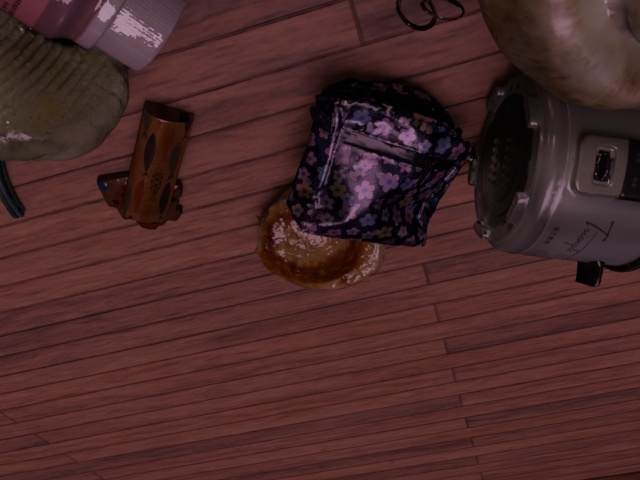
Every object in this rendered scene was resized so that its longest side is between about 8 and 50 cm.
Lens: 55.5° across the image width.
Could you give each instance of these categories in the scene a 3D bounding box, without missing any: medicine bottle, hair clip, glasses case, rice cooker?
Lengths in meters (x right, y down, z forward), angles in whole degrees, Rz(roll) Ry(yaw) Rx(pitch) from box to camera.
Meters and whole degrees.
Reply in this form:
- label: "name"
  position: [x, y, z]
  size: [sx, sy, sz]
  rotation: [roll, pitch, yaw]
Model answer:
- label: "medicine bottle"
  position: [-0.256, -0.272, 0.575]
  size: [0.247, 0.147, 0.147]
  rotation: [30, 128, -32]
- label: "hair clip"
  position: [-0.429, -0.111, 0.825]
  size: [0.070, 0.039, 0.229]
  rotation: [12, 140, -15]
- label: "glasses case"
  position: [-0.224, -0.100, 0.824]
  size: [0.065, 0.041, 0.170]
  rotation: [13, 126, -18]
- label: "rice cooker"
  position: [0.323, -0.086, 0.747]
  size: [0.227, 0.241, 0.280]
  rotation: [7, 92, -5]

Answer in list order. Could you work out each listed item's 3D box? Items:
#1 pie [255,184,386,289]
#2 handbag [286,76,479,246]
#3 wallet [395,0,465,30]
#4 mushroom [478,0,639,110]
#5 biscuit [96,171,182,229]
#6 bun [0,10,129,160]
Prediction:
- label: "pie"
  position: [0.000, 0.000, 0.933]
  size: [0.179, 0.084, 0.205]
  rotation: [-22, 131, 20]
- label: "handbag"
  position: [0.072, -0.100, 0.790]
  size: [0.229, 0.127, 0.207]
  rotation: [9, 120, -22]
- label: "wallet"
  position: [0.014, -0.350, 0.561]
  size: [0.335, 0.068, 0.275]
  rotation: [6, 139, -9]
- label: "mushroom"
  position: [0.314, -0.268, 0.529]
  size: [0.352, 0.260, 0.352]
  rotation: [-1, 130, -1]
- label: "biscuit"
  position: [-0.267, -0.060, 0.896]
  size: [0.130, 0.019, 0.119]
  rotation: [23, 132, -25]
- label: "bun"
  position: [-0.323, -0.180, 0.671]
  size: [0.212, 0.204, 0.126]
  rotation: [54, 146, -7]
